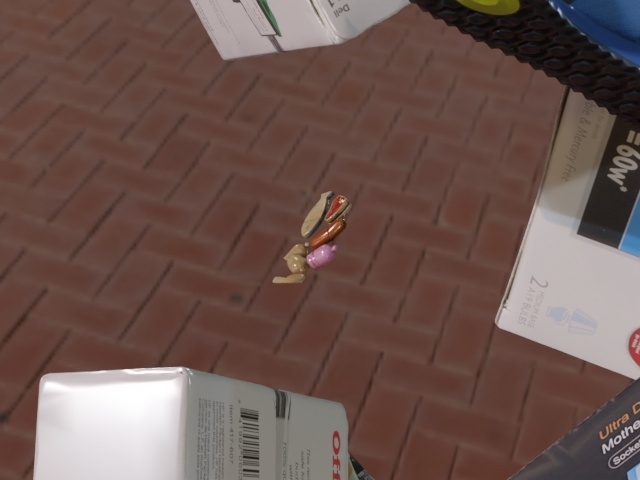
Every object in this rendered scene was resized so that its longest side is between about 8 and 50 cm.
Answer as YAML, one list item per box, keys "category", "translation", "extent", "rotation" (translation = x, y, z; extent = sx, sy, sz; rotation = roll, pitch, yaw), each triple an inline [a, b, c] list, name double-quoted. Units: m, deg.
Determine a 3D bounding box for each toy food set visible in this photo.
- category: "toy food set"
  translation: [0.000, 0.000, 1.318]
  extent: [0.078, 0.019, 0.122]
  rotation: [-3, 50, 56]

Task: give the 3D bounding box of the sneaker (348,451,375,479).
- category: "sneaker"
  translation: [0.029, 0.165, 0.805]
  extent: [0.037, 0.032, 0.083]
  rotation: [14, 26, -32]

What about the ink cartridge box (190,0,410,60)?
- category: "ink cartridge box"
  translation: [0.011, -0.206, 0.887]
  extent: [0.160, 0.093, 0.219]
  rotation: [-34, 16, -18]

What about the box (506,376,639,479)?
- category: "box"
  translation: [0.197, 0.144, 0.425]
  extent: [0.293, 0.295, 0.073]
  rotation: [43, 13, -24]

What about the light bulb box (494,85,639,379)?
- category: "light bulb box"
  translation: [0.361, -0.104, 1.268]
  extent: [0.225, 0.358, 0.361]
  rotation: [20, 43, 13]

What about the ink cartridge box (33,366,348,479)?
- category: "ink cartridge box"
  translation: [-0.059, 0.151, 0.657]
  extent: [0.086, 0.203, 0.148]
  rotation: [-5, 76, 22]

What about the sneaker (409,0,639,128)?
- category: "sneaker"
  translation: [0.102, -0.110, 0.488]
  extent: [0.209, 0.082, 0.069]
  rotation: [24, -9, -21]
